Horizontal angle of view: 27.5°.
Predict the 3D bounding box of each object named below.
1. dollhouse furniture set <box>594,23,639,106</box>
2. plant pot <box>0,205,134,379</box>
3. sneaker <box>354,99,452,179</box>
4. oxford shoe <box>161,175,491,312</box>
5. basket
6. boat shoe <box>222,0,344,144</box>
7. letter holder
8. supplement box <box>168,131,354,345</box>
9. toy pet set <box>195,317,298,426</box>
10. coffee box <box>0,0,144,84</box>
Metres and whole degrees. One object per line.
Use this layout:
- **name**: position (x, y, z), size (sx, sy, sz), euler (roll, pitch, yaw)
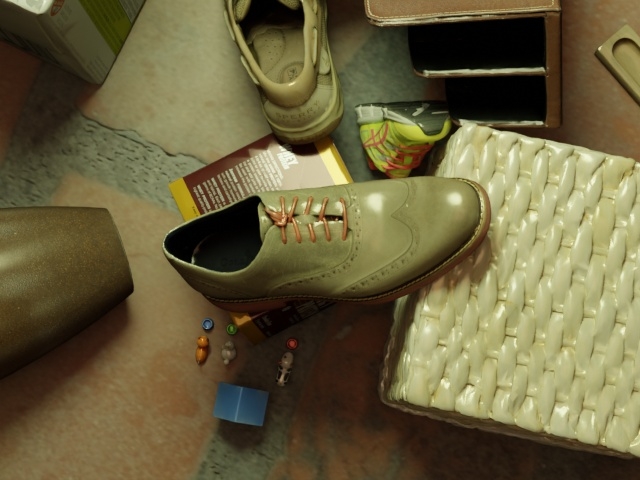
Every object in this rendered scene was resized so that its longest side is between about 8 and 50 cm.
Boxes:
- **dollhouse furniture set**: position (0.422, -0.253, 1.562), size (0.151, 0.123, 0.144), euler (-40, 84, -2)
- **plant pot**: position (-0.343, 0.047, 1.530), size (0.230, 0.215, 0.215), euler (-18, 84, -14)
- **sneaker**: position (0.100, -0.116, 1.529), size (0.081, 0.208, 0.094), euler (-4, 96, -14)
- **oxford shoe**: position (0.000, 0.000, 1.342), size (0.348, 0.130, 0.123), euler (-16, 66, 23)
- **basket**: position (0.254, 0.067, 1.468), size (0.328, 0.266, 0.331), euler (13, 87, 2)
- **boat shoe**: position (-0.052, -0.271, 1.525), size (0.121, 0.110, 0.341), euler (-22, 54, 3)
- **letter holder**: position (0.164, -0.274, 1.482), size (0.214, 0.152, 0.302), euler (-1, 42, 10)
- **supplement box**: position (-0.042, -0.011, 1.536), size (0.194, 0.129, 0.191), euler (-27, 75, -1)
- **toy pet set**: position (-0.097, 0.158, 1.567), size (0.122, 0.065, 0.114), euler (11, 85, 3)
- **coffee box**: position (-0.352, -0.424, 1.494), size (0.337, 0.338, 0.334), euler (26, 85, 3)
